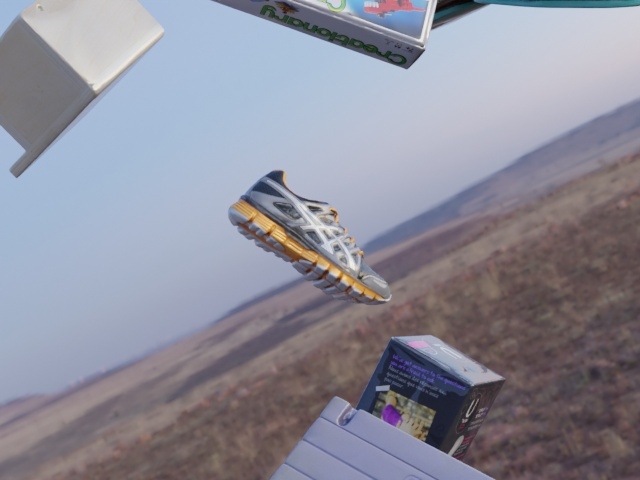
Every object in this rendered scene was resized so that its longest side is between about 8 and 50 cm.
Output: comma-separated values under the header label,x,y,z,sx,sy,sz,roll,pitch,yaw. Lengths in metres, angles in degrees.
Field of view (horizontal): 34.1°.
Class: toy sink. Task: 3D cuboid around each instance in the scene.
label,x,y,z,sx,sy,sz,roll,pitch,yaw
toy sink,-0.327,-0.207,1.268,0.234,0.131,0.152,-32,17,45

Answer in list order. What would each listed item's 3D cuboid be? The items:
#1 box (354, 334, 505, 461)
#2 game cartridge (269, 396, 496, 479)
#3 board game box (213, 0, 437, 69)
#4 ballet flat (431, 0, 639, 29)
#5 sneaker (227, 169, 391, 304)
label,x,y,z,sx,sy,sz,roll,pitch,yaw
box,0.130,0.287,1.529,0.270,0.143,0.165,-64,-25,8
game cartridge,0.096,0.343,1.172,0.230,0.355,0.068,-51,-33,-23
board game box,-0.034,-0.294,0.943,0.305,0.192,0.053,18,-19,-12
ballet flat,0.205,-0.352,1.281,0.164,0.181,0.483,-19,15,-32
sneaker,0.000,0.000,1.208,0.083,0.215,0.084,-57,12,-20
